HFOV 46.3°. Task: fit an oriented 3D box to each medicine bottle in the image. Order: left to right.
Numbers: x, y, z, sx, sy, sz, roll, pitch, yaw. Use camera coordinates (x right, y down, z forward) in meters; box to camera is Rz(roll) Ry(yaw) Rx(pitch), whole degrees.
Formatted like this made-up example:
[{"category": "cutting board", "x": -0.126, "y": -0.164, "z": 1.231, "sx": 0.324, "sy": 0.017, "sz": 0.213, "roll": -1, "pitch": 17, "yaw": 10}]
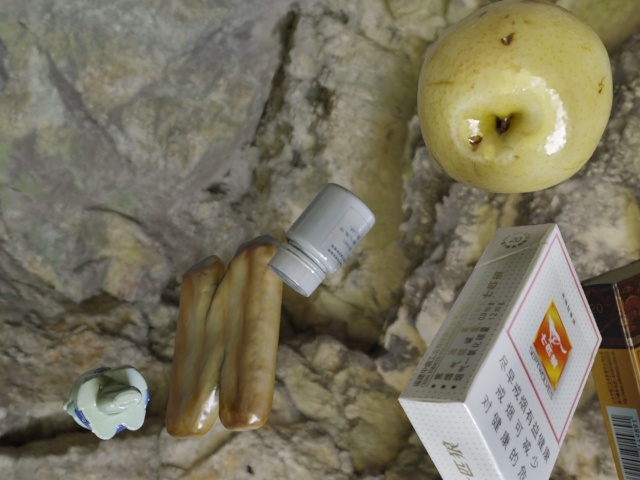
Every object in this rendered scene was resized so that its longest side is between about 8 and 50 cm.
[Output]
[{"category": "medicine bottle", "x": 0.000, "y": 0.000, "z": 0.925, "sx": 0.130, "sy": 0.080, "sz": 0.080, "roll": -51, "pitch": -171, "yaw": -10}]

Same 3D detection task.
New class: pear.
[{"category": "pear", "x": 0.300, "y": -0.228, "z": 1.176, "sx": 0.309, "sy": 0.309, "sz": 0.309, "roll": -160, "pitch": -90, "yaw": -78}]

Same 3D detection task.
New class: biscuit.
[{"category": "biscuit", "x": -0.143, "y": 0.147, "z": 1.129, "sx": 0.237, "sy": 0.062, "sz": 0.291, "roll": -23, "pitch": -125, "yaw": 43}]

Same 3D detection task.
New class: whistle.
[{"category": "whistle", "x": -0.289, "y": 0.219, "z": 1.026, "sx": 0.244, "sy": 0.110, "sz": 0.092, "roll": -18, "pitch": -95, "yaw": 61}]

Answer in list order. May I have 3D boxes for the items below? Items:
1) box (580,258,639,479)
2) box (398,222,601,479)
[{"category": "box", "x": 0.644, "y": 0.242, "z": 1.408, "sx": 0.116, "sy": 0.264, "sz": 0.415, "roll": -14, "pitch": -89, "yaw": 63}, {"category": "box", "x": 0.242, "y": 0.157, "z": 0.942, "sx": 0.095, "sy": 0.210, "sz": 0.330, "roll": -5, "pitch": -147, "yaw": 42}]
